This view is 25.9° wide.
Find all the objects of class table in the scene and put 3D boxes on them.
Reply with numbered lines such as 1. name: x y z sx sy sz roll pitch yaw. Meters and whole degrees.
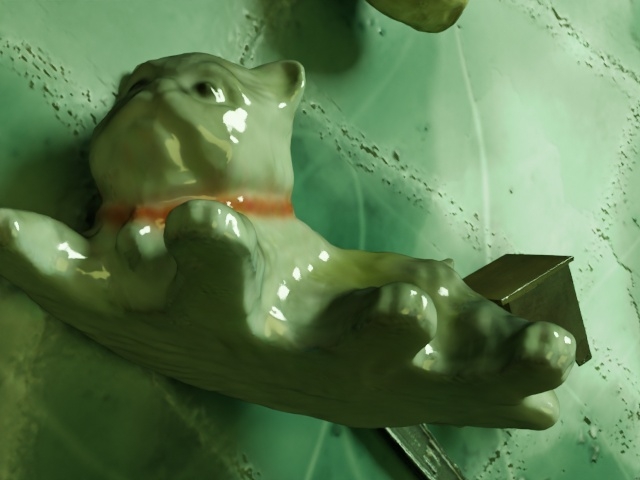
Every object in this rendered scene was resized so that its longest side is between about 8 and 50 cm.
1. table: 0.148 0.064 1.047 0.083 0.070 0.082 -27 107 -36

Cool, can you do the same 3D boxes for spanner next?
1. spanner: 0.081 0.167 1.020 0.325 0.026 0.093 51 61 -21

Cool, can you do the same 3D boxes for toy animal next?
1. toy animal: 0.000 0.000 0.847 0.266 0.308 0.188 62 31 -43

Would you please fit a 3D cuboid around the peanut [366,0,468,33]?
1. peanut: 0.028 -0.261 0.950 0.101 0.117 0.263 -26 107 -13
